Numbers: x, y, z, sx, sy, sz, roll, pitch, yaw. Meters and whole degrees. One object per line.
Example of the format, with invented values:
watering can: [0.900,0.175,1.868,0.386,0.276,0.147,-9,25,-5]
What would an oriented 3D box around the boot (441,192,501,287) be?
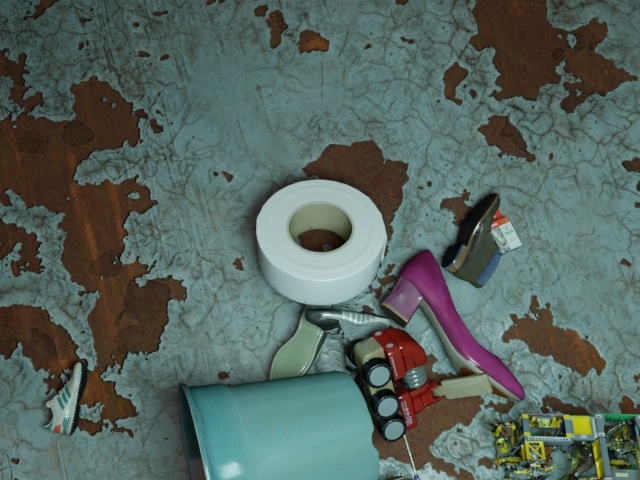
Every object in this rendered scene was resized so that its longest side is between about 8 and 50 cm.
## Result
boot: [0.371,0.002,1.586,0.106,0.082,0.219,38,79,-16]

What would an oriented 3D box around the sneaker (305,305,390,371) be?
sneaker: [0.057,0.218,1.498,0.228,0.086,0.132,12,86,-37]

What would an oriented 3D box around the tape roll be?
tape roll: [0.000,0.000,1.532,0.286,0.100,0.286,1,51,-1]

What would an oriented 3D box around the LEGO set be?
LEGO set: [0.512,0.469,1.390,0.331,0.255,0.192,5,60,-6]

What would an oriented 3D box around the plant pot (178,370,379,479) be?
plant pot: [-0.082,0.417,1.367,0.333,0.341,0.341,-9,76,-18]

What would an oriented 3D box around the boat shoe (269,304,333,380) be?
boat shoe: [-0.035,0.238,1.543,0.081,0.069,0.228,26,77,21]

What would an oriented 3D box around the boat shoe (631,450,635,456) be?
boat shoe: [0.730,0.515,1.471,0.183,0.066,0.066,44,82,10]

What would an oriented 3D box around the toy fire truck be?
toy fire truck: [0.209,0.286,1.455,0.246,0.158,0.217,-21,113,-12]

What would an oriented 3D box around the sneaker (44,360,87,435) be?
sneaker: [-0.567,0.345,1.528,0.075,0.057,0.162,8,79,-3]

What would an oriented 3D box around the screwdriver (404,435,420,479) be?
screwdriver: [0.202,0.498,1.503,0.025,0.024,0.170,-11,73,-32]

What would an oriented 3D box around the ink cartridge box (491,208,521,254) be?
ink cartridge box: [0.416,-0.025,1.623,0.062,0.029,0.115,-23,78,-4]

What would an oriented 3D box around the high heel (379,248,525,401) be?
high heel: [0.326,0.185,1.531,0.377,0.127,0.181,39,73,5]

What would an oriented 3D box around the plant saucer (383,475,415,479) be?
plant saucer: [0.132,0.553,1.435,0.168,0.168,0.029,-45,46,-9]
